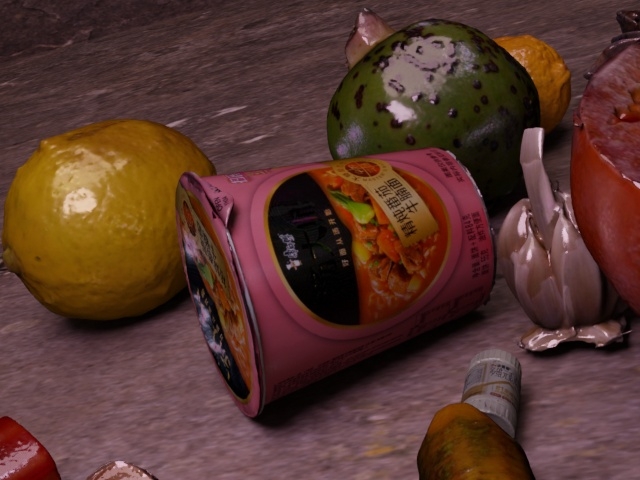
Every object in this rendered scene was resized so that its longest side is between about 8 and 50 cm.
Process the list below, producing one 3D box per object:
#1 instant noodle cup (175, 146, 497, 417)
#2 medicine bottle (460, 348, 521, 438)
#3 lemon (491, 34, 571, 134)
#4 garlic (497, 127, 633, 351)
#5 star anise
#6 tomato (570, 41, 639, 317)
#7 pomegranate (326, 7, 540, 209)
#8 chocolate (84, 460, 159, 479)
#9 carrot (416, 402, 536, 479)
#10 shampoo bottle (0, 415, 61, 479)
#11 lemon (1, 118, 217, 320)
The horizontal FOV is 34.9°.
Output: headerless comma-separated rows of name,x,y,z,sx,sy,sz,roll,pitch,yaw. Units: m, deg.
instant noodle cup,0.015,0.018,0.951,0.255,0.244,0.244,-16,23,-17
medicine bottle,0.136,0.129,0.817,0.047,0.047,0.083,-8,26,20
lemon,0.235,-0.188,1.311,0.187,0.142,0.142,-4,27,36
garlic,0.206,-0.006,0.899,0.131,0.194,0.127,-17,10,39
star anise,0.477,-0.267,1.379,0.231,0.089,0.209,-24,36,0
tomato,0.329,-0.013,0.786,0.338,0.144,0.338,10,39,-8
pomegranate,0.117,-0.145,1.167,0.254,0.270,0.254,-40,-6,-5
chocolate,-0.178,0.229,0.835,0.064,0.031,0.101,20,44,27
carrot,0.110,0.178,0.690,0.082,0.082,0.173,-17,21,2
shampoo bottle,-0.367,0.261,0.837,0.314,0.076,0.118,-32,31,-30
lemon,-0.235,-0.027,1.179,0.233,0.234,0.288,9,34,45
